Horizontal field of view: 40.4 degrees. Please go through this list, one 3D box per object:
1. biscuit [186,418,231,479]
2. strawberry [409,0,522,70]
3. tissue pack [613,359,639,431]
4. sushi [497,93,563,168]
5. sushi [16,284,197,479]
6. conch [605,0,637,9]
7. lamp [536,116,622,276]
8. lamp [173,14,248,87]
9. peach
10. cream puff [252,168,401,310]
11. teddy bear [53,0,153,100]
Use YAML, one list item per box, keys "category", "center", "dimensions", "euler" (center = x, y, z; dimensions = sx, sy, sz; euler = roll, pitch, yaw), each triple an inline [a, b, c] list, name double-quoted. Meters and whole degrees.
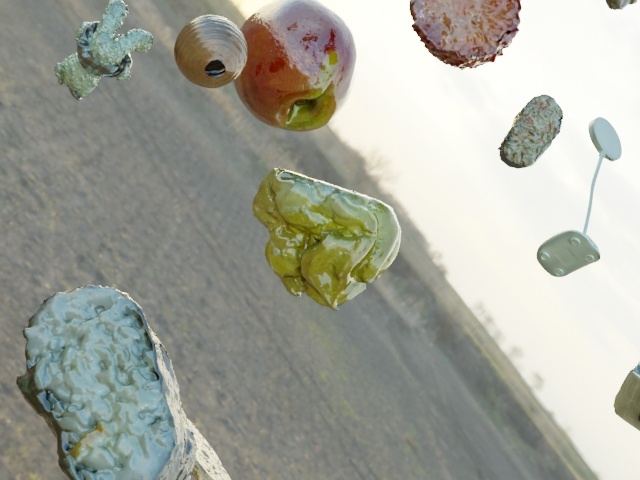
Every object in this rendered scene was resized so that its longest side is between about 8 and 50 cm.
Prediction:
- category: "biscuit"
  center: [-0.225, 0.404, 1.611]
  dimensions: [0.220, 0.029, 0.142]
  euler: [47, -1, 43]
- category: "strawberry"
  center: [0.280, -0.429, 1.717]
  dimensions: [0.234, 0.234, 0.178]
  euler: [53, -10, 15]
- category: "tissue pack"
  center: [0.475, 0.175, 1.146]
  dimensions: [0.090, 0.170, 0.103]
  euler: [39, -33, 33]
- category: "sushi"
  center: [0.415, -0.212, 1.711]
  dimensions: [0.090, 0.150, 0.078]
  euler: [33, -2, 7]
- category: "sushi"
  center: [-0.316, 0.238, 1.307]
  dimensions: [0.350, 0.211, 0.171]
  euler: [59, -11, 20]
- category: "conch"
  center: [0.528, -0.536, 1.510]
  dimensions: [0.210, 0.352, 0.297]
  euler: [68, -27, 15]
- category: "lamp"
  center: [0.269, -0.050, 0.889]
  dimensions: [0.050, 0.056, 0.198]
  euler: [41, 50, -17]
- category: "lamp"
  center: [-0.202, -0.348, 1.608]
  dimensions: [0.136, 0.136, 0.136]
  euler: [52, 4, -6]
- category: "peach"
  center: [-0.061, -0.411, 1.983]
  dimensions: [0.308, 0.308, 0.332]
  euler: [48, 27, -45]
- category: "cream puff"
  center: [-0.001, 0.000, 1.853]
  dimensions: [0.324, 0.257, 0.291]
  euler: [19, 0, 16]
- category: "teddy bear"
  center: [-0.423, -0.347, 1.663]
  dimensions: [0.133, 0.213, 0.111]
  euler: [45, 12, -21]
